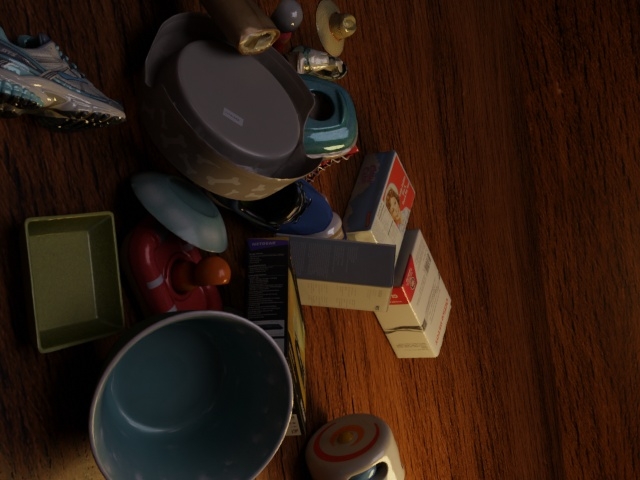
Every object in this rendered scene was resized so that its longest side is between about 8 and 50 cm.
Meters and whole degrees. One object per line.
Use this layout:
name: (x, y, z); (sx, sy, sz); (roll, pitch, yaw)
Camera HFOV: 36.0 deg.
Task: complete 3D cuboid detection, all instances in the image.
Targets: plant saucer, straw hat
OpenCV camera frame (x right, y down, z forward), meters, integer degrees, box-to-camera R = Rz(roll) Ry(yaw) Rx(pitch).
plant saucer: (-0.368, 0.057, 1.433); (0.188, 0.045, 0.189); (-10, 94, -62)
plant saucer: (-0.219, -0.059, 1.609); (0.195, 0.037, 0.195); (37, 15, -12)
straw hat: (0.050, -0.497, 2.281); (0.144, 0.061, 0.145); (16, 72, -60)

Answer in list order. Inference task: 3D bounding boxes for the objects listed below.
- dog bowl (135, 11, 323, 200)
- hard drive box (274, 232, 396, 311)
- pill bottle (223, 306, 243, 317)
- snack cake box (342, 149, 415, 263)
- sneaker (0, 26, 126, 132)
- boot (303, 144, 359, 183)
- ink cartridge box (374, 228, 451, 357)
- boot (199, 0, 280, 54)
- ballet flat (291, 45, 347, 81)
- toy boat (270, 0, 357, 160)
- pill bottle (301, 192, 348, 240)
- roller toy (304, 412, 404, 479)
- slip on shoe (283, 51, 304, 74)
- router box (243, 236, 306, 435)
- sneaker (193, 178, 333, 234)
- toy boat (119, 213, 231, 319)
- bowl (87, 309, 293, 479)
dog bowl: (-0.155, -0.219, 1.665); (0.348, 0.102, 0.349); (27, 42, -26)
hard drive box: (0.025, 0.066, 1.920); (0.181, 0.232, 0.089); (91, 6, -71)
pill bottle: (-0.182, 0.209, 1.702); (0.103, 0.103, 0.184); (57, 39, -42)
snack cake box: (0.139, -0.068, 2.362); (0.152, 0.089, 0.264); (58, 38, -39)
sneaker: (-0.377, -0.229, 1.394); (0.283, 0.110, 0.122); (11, 73, -61)
boot: (-0.018, -0.142, 1.983); (0.088, 0.176, 0.244); (54, 43, -52)
ink cartridge box: (0.220, 0.136, 2.459); (0.273, 0.114, 0.197); (61, 36, -37)
boot: (-0.201, -0.433, 1.637); (0.269, 0.089, 0.236); (53, 29, 5)
ballet flat: (0.001, -0.392, 2.173); (0.188, 0.070, 0.070); (-2, 88, -62)
toy boat: (-0.061, -0.305, 1.900); (0.267, 0.148, 0.318); (-2, 67, -23)
pill bottle: (0.000, 0.000, 2.067); (0.112, 0.112, 0.187); (-57, 135, -49)
roller toy: (0.070, 0.456, 2.050); (0.209, 0.191, 0.146); (-52, 130, -51)
slip on shoe: (-0.058, -0.330, 2.081); (0.041, 0.051, 0.135); (-2, 99, -22)
router box: (-0.078, 0.178, 1.769); (0.309, 0.081, 0.243); (82, 6, -56)
sneaker: (-0.081, -0.064, 1.827); (0.330, 0.147, 0.130); (18, 101, -50)
toy boat: (-0.214, 0.060, 1.611); (0.151, 0.151, 0.231); (-55, 133, -49)
bowl: (-0.215, 0.232, 1.500); (0.311, 0.163, 0.312); (-7, 107, -24)
